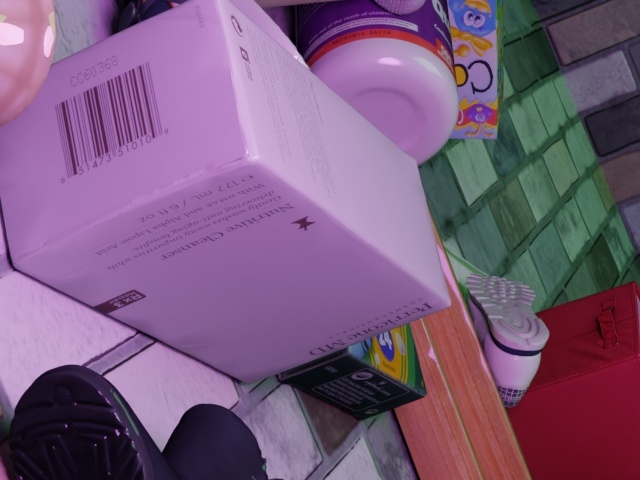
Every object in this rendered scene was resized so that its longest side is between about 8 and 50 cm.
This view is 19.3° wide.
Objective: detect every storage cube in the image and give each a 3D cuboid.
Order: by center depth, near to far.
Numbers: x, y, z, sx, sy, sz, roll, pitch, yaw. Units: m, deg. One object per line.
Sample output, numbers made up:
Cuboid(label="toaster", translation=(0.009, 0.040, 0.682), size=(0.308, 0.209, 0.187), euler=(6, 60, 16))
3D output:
Cuboid(label="storage cube", translation=(0.339, 0.194, 2.362), size=(0.215, 0.193, 0.183), euler=(62, 19, -24))

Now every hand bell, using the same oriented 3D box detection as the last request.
Cuboid(label="hand bell", translation=(-0.300, -0.151, 1.222), size=(0.242, 0.126, 0.126), euler=(11, 59, -54))

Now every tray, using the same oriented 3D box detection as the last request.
Cuboid(label="tray", translation=(0.123, 0.131, 2.111), size=(0.411, 0.076, 0.203), euler=(70, 18, 4))

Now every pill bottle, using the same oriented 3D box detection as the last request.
Cuboid(label="pill bottle", translation=(0.061, -0.238, 2.175), size=(0.181, 0.181, 0.323), euler=(54, 23, -38))

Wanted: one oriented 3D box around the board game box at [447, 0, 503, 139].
Cuboid(label="board game box", translation=(0.162, -0.283, 2.426), size=(0.142, 0.144, 0.275), euler=(-73, 162, -63))

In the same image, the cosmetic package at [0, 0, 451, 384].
Cuboid(label="cosmetic package", translation=(-0.070, -0.027, 1.514), size=(0.385, 0.217, 0.156), euler=(34, 38, -57))

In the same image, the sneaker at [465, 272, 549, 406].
Cuboid(label="sneaker", translation=(0.217, 0.112, 2.287), size=(0.235, 0.090, 0.095), euler=(-90, -173, -69))

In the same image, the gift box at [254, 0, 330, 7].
Cuboid(label="gift box", translation=(-0.024, -0.392, 1.890), size=(0.258, 0.276, 0.255), euler=(-12, 72, -33))

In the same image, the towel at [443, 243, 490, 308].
Cuboid(label="towel", translation=(0.206, 0.167, 2.366), size=(0.248, 0.038, 0.325), euler=(33, 39, -62))

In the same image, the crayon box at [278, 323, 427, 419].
Cuboid(label="crayon box", translation=(0.000, 0.000, 1.890), size=(0.203, 0.083, 0.323), euler=(33, 38, -61))

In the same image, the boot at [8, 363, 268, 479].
Cuboid(label="boot", translation=(-0.118, 0.165, 1.336), size=(0.207, 0.094, 0.246), euler=(-58, 131, -64))

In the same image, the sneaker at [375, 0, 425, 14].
Cuboid(label="sneaker", translation=(0.093, -0.378, 2.091), size=(0.153, 0.101, 0.268), euler=(-12, 71, -34))

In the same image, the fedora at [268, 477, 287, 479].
Cuboid(label="fedora", translation=(0.050, 0.338, 1.534), size=(0.334, 0.152, 0.334), euler=(54, 22, -35))

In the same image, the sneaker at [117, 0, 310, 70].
Cuboid(label="sneaker", translation=(-0.132, -0.199, 1.706), size=(0.321, 0.127, 0.126), euler=(51, -4, 42))
